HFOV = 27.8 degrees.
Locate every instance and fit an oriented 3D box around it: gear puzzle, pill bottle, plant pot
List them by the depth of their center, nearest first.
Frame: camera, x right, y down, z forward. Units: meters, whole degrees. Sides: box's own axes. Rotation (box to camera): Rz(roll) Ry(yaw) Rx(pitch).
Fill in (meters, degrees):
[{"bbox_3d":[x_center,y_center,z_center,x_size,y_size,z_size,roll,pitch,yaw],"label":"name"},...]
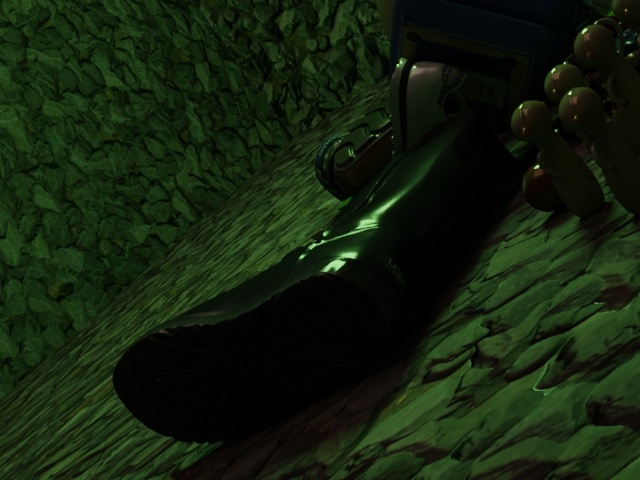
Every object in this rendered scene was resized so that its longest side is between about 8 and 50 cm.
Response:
[{"bbox_3d":[0.418,-0.312,1.679,0.339,0.044,0.175,-48,13,-32],"label":"gear puzzle"},{"bbox_3d":[0.211,-0.284,1.687,0.236,0.236,0.212,92,-163,-59],"label":"plant pot"},{"bbox_3d":[0.058,-0.125,2.216,0.123,0.123,0.219,-36,8,-1],"label":"pill bottle"}]

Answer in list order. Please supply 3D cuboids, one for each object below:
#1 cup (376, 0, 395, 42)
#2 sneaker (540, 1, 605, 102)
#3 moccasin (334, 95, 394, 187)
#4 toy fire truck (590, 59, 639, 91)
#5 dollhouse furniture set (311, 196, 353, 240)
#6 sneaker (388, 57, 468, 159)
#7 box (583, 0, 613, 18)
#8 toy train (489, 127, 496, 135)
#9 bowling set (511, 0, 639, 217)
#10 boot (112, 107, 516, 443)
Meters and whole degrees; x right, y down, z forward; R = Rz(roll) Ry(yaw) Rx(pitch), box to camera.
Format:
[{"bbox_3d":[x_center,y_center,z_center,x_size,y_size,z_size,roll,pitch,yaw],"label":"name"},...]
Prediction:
[{"bbox_3d":[0.204,-0.436,2.004,0.331,0.237,0.331,-35,17,12],"label":"cup"},{"bbox_3d":[0.328,-0.258,1.920,0.267,0.106,0.101,-31,12,40],"label":"sneaker"},{"bbox_3d":[0.186,-0.189,2.060,0.380,0.147,0.139,-36,22,-25],"label":"moccasin"},{"bbox_3d":[0.392,-0.231,1.702,0.192,0.047,0.135,-35,11,20],"label":"toy fire truck"},{"bbox_3d":[0.000,0.000,1.978,0.152,0.058,0.076,-32,9,26],"label":"dollhouse furniture set"},{"bbox_3d":[0.146,-0.128,1.661,0.095,0.235,0.090,5,49,15],"label":"sneaker"},{"bbox_3d":[0.378,-0.357,2.026,0.244,0.060,0.100,-147,74,-73],"label":"box"},{"bbox_3d":[0.205,-0.097,1.750,0.125,0.046,0.166,-61,10,21],"label":"toy train"},{"bbox_3d":[0.248,-0.115,1.272,0.200,0.154,0.287,-30,10,37],"label":"bowling set"},{"bbox_3d":[0.005,0.028,1.489,0.367,0.146,0.445,-22,18,32],"label":"boot"}]
